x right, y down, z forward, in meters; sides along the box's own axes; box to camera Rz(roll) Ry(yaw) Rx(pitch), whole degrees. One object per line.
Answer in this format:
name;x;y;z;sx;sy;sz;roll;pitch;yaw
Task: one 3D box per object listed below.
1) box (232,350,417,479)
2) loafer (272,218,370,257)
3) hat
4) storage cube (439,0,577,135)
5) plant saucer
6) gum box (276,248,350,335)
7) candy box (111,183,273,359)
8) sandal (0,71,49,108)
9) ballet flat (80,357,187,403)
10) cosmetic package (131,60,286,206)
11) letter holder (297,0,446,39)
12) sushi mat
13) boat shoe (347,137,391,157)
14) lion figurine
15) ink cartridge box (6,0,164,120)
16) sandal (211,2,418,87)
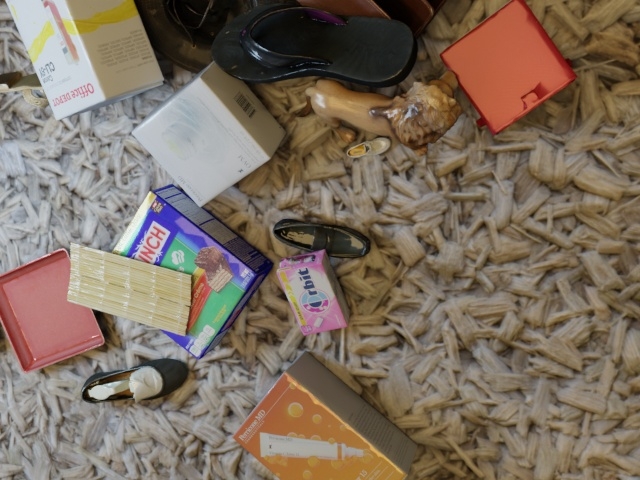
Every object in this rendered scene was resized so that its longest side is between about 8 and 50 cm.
box;0.013;0.456;1.838;0.345;0.168;0.215;39;106;6
loafer;0.000;0.000;1.816;0.223;0.078;0.076;12;102;13
hat;-0.231;-0.514;1.756;0.332;0.134;0.331;2;112;6
storage cube;0.371;-0.340;1.610;0.215;0.184;0.193;-34;89;17
plant saucer;-0.684;0.176;2.039;0.259;0.048;0.259;-21;92;17
gum box;-0.015;0.113;1.813;0.107;0.062;0.188;-13;118;16
candy box;-0.317;0.070;1.887;0.317;0.122;0.268;37;108;8
sandal;-0.683;-0.358;1.953;0.240;0.088;0.079;3;131;21
ballet flat;-0.463;0.358;1.984;0.281;0.096;0.095;-15;94;16
cosmetic package;-0.241;-0.233;1.759;0.225;0.138;0.224;-31;110;31
letter holder;0.093;-0.521;1.601;0.302;0.152;0.214;40;149;-2
sushi mat;-0.438;0.111;1.856;0.317;0.019;0.151;14;106;14
boat shoe;0.105;-0.202;1.779;0.100;0.035;0.035;-11;96;16
lion figurine;0.099;-0.265;1.642;0.393;0.240;0.142;6;86;19
ink cartridge box;-0.527;-0.477;1.744;0.279;0.160;0.384;-4;111;51
sandal;-0.031;-0.396;1.577;0.446;0.107;0.167;8;80;26
